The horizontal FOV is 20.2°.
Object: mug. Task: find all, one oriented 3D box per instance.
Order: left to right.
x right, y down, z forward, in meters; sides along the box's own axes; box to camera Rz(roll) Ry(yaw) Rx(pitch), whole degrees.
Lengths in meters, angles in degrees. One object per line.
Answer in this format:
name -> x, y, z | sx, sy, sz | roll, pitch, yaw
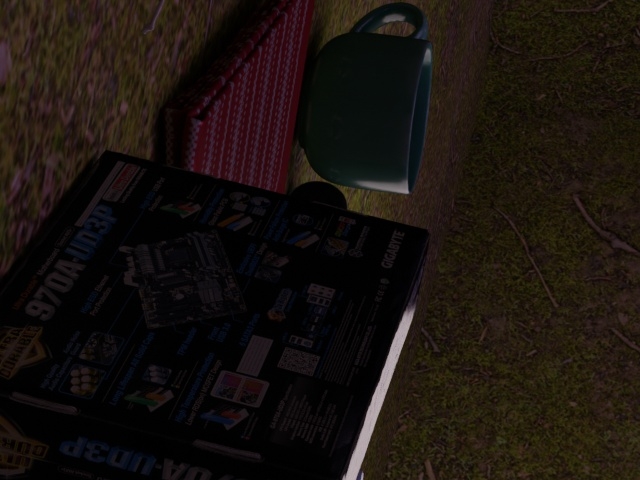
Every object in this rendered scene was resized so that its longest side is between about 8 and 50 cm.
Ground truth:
mug -> 0.038, -0.115, 1.501 | 0.158, 0.097, 0.129 | -70, 166, -57

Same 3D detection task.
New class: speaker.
speaker -> 0.000, 0.000, 1.556 | 0.136, 0.055, 0.055 | 81, 22, -67

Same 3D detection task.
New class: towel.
towel -> -0.059, -0.050, 1.175 | 0.275, 0.031, 0.199 | -61, 163, -59

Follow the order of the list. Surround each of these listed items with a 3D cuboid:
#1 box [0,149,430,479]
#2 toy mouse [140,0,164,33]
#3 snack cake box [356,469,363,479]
box -> -0.054, 0.044, 0.826 | 0.220, 0.175, 0.051 | -66, 168, -58
toy mouse -> -0.069, -0.173, 0.872 | 0.161, 0.031, 0.143 | -68, -160, -7
snack cake box -> -0.077, 0.214, 0.980 | 0.264, 0.152, 0.089 | -63, 163, -61
